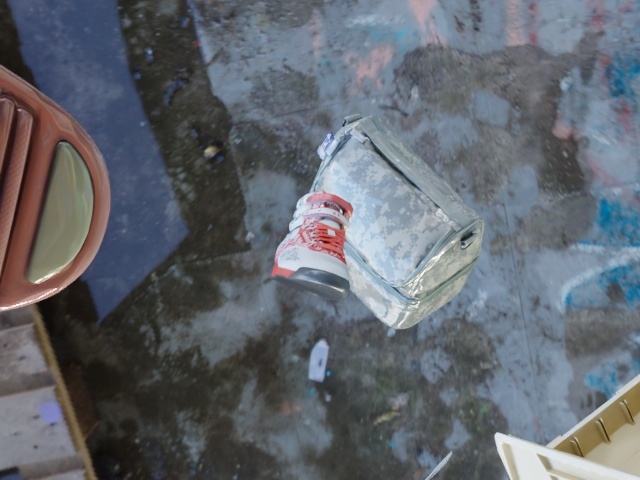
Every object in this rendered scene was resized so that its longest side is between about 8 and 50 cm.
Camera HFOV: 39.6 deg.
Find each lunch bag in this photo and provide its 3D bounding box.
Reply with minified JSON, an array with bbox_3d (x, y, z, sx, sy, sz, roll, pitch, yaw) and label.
[{"bbox_3d":[0.126,-0.042,1.525,0.305,0.212,0.256,47,148,22],"label":"lunch bag"}]

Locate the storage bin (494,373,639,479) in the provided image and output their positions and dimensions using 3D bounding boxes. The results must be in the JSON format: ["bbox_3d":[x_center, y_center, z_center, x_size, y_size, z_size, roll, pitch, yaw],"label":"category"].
[{"bbox_3d":[0.353,0.189,0.870,0.262,0.260,0.123,-30,103,-23],"label":"storage bin"}]

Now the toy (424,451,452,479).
[{"bbox_3d":[0.038,0.243,0.659,0.056,0.237,0.137,45,106,13],"label":"toy"}]

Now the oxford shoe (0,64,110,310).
[{"bbox_3d":[-0.288,-0.062,0.369,0.397,0.146,0.140,16,93,-22],"label":"oxford shoe"}]

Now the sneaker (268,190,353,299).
[{"bbox_3d":[-0.001,-0.001,1.239,0.090,0.270,0.145,24,84,-11],"label":"sneaker"}]
